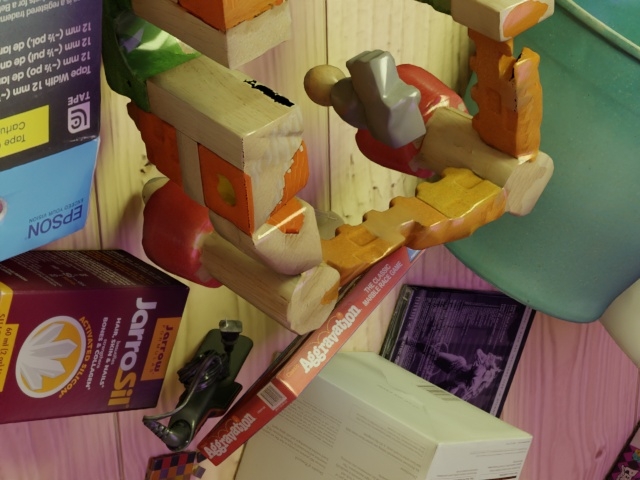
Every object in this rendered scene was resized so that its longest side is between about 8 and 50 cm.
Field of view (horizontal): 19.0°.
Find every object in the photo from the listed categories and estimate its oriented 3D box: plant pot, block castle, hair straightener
[{"bbox_3d":[0.236,-0.076,1.692,0.271,0.271,0.255,4,121,-51],"label":"plant pot"},{"bbox_3d":[-0.006,-0.187,1.335,0.303,0.213,0.453,-29,132,-30],"label":"block castle"},{"bbox_3d":[-0.094,0.100,1.481,0.230,0.047,0.089,-35,141,-74],"label":"hair straightener"}]

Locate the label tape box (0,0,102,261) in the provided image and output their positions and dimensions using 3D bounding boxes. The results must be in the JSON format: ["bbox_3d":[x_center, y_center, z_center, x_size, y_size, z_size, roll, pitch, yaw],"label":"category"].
[{"bbox_3d":[-0.258,-0.144,1.165,0.249,0.115,0.347,-23,130,-41],"label":"label tape box"}]

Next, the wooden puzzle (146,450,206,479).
[{"bbox_3d":[-0.128,0.203,1.610,0.083,0.006,0.049,-5,114,-49],"label":"wooden puzzle"}]

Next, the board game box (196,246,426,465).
[{"bbox_3d":[0.014,0.064,1.569,0.281,0.027,0.145,-46,-178,-41],"label":"board game box"}]

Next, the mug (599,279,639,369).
[{"bbox_3d":[0.451,0.010,1.899,0.328,0.276,0.374,-43,164,12],"label":"mug"}]

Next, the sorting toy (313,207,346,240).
[{"bbox_3d":[0.000,0.000,1.588,0.083,0.075,0.045,14,99,-52],"label":"sorting toy"}]

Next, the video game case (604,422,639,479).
[{"bbox_3d":[0.390,0.336,2.285,0.210,0.042,0.232,-58,143,-10],"label":"video game case"}]

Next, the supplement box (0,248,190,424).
[{"bbox_3d":[-0.196,0.068,1.387,0.188,0.081,0.104,0,111,-50],"label":"supplement box"}]

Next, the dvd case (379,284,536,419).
[{"bbox_3d":[0.124,0.126,1.860,0.221,0.018,0.164,6,105,-51],"label":"dvd case"}]

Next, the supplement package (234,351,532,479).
[{"bbox_3d":[0.043,0.226,1.674,0.149,0.194,0.203,4,108,-51],"label":"supplement package"}]
